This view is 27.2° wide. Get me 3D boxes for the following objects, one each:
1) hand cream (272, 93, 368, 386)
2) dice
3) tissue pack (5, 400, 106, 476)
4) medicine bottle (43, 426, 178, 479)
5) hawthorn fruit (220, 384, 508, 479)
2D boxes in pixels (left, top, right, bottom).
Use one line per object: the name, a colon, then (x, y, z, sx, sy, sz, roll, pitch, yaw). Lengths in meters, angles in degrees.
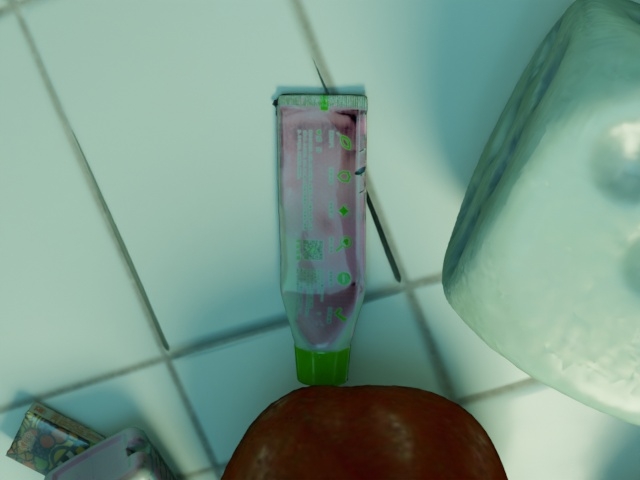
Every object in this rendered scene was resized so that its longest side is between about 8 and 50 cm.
hand cream: (0.000, 0.000, 1.227, 0.079, 0.050, 0.275, -5, 105, -17)
dice: (0.264, -0.027, 1.060, 0.262, 0.265, 0.268, 26, 112, -2)
tissue pack: (-0.267, 0.208, 1.339, 0.083, 0.035, 0.063, 29, 111, -2)
medicine bottle: (-0.179, 0.292, 1.312, 0.119, 0.094, 0.188, -30, 118, 0)
hawthorn fruit: (0.048, 0.265, 1.184, 0.295, 0.311, 0.295, -3, 96, -27)
